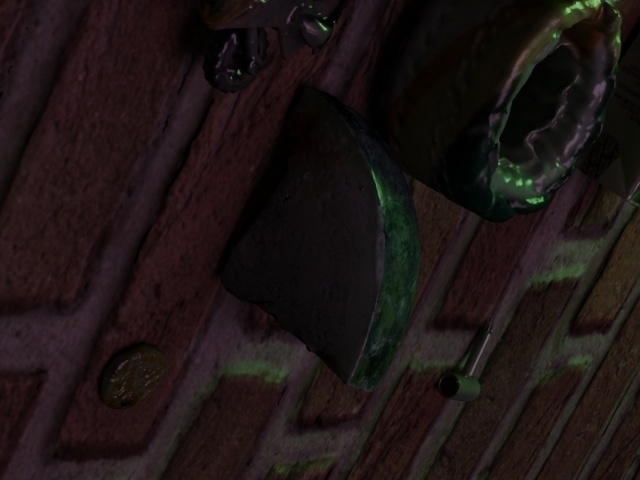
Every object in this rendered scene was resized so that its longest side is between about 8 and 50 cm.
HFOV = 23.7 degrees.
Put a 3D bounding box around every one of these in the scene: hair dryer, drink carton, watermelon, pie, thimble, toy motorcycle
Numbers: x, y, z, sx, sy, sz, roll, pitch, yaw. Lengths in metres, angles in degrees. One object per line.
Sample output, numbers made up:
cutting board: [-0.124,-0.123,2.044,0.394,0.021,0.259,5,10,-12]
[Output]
hair dryer: [0.210,0.164,2.103,0.063,0.038,0.124,14,103,-56]
drink carton: [0.480,-0.199,2.015,0.325,0.132,0.194,-57,149,8]
watermelon: [0.000,0.000,1.621,0.289,0.213,0.320,-46,124,-82]
pie: [-0.194,0.141,1.576,0.085,0.017,0.085,-32,142,-29]
thimble: [0.200,-0.171,1.651,0.254,0.167,0.288,1,120,-53]
toy motorcycle: [-0.031,-0.238,1.362,0.229,0.094,0.130,-50,146,-15]
